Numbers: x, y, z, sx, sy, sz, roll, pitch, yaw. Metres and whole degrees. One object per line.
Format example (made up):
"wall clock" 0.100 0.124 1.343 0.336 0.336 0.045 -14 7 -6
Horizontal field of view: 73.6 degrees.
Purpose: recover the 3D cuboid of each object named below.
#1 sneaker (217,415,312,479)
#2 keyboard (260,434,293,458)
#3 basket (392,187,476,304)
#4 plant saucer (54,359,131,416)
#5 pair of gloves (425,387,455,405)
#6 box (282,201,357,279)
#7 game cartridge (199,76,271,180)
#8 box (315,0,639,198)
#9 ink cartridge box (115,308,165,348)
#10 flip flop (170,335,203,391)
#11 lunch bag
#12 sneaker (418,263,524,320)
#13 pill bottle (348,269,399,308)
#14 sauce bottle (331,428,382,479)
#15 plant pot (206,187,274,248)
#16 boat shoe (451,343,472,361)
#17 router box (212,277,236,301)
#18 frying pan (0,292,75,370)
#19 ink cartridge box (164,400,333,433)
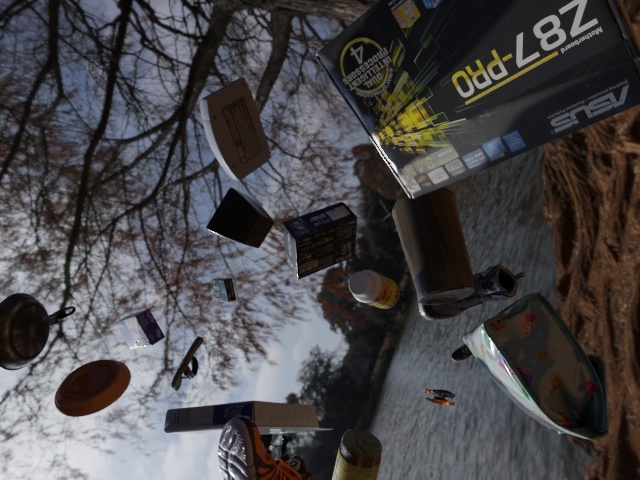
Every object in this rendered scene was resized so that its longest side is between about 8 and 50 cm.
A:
"sneaker" -0.118 0.504 0.955 0.180 0.124 0.322 -17 -66 -40
"keyboard" -0.206 0.742 1.557 0.317 0.201 0.033 -66 -5 -80
"basket" 0.265 0.023 0.991 0.204 0.154 0.227 52 -153 -63
"plant saucer" -0.644 0.405 1.208 0.200 0.199 0.037 -52 -37 -53
"pair of gloves" 0.308 0.403 1.103 0.083 0.074 0.010 73 -153 -44
"box" 0.000 0.000 1.126 0.180 0.078 0.148 -21 -43 -20
"game cartridge" -0.279 -0.357 1.415 0.196 0.060 0.295 -45 -44 -33
"box" 0.227 -0.273 0.663 0.318 0.394 0.097 52 -134 -18
"ink cartridge box" -0.539 0.265 1.272 0.046 0.207 0.097 -33 -81 -41
"flip flop" -0.513 0.495 1.684 0.277 0.080 0.112 -58 12 18
"lunch bag" 0.428 0.256 0.842 0.160 0.262 0.223 -31 -21 -3
"sneaker" 0.390 0.128 1.099 0.153 0.268 0.101 123 129 -69
"pill bottle" 0.191 0.175 1.543 0.215 0.117 0.117 25 -97 -51
"sauce bottle" 0.075 0.661 1.093 0.111 0.111 0.345 -27 -51 -70
"plant pot" -0.299 -0.069 1.687 0.188 0.166 0.187 -57 -21 3
"boat shoe" 0.580 0.426 1.682 0.152 0.056 0.049 -34 -41 14
"router box" -0.390 0.198 1.725 0.038 0.122 0.092 -11 -87 -38
"frying pan" -0.769 0.255 1.173 0.326 0.053 0.198 74 -166 -72
"ink cartridge box" -0.186 0.486 1.162 0.330 0.323 0.072 30 -130 -49
